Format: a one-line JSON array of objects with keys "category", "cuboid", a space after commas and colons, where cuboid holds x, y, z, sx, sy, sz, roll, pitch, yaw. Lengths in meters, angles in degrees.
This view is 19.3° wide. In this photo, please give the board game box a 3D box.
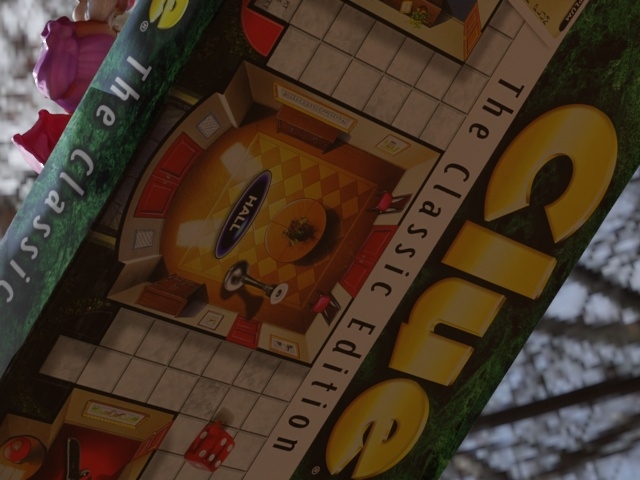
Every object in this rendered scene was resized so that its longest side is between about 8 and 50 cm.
[{"category": "board game box", "cuboid": [0.000, 0.000, 0.405, 0.136, 0.030, 0.259, 20, -75, -47]}]

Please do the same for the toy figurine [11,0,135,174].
[{"category": "toy figurine", "cuboid": [-0.077, -0.094, 0.778, 0.130, 0.159, 0.173, 11, -16, 22]}]
